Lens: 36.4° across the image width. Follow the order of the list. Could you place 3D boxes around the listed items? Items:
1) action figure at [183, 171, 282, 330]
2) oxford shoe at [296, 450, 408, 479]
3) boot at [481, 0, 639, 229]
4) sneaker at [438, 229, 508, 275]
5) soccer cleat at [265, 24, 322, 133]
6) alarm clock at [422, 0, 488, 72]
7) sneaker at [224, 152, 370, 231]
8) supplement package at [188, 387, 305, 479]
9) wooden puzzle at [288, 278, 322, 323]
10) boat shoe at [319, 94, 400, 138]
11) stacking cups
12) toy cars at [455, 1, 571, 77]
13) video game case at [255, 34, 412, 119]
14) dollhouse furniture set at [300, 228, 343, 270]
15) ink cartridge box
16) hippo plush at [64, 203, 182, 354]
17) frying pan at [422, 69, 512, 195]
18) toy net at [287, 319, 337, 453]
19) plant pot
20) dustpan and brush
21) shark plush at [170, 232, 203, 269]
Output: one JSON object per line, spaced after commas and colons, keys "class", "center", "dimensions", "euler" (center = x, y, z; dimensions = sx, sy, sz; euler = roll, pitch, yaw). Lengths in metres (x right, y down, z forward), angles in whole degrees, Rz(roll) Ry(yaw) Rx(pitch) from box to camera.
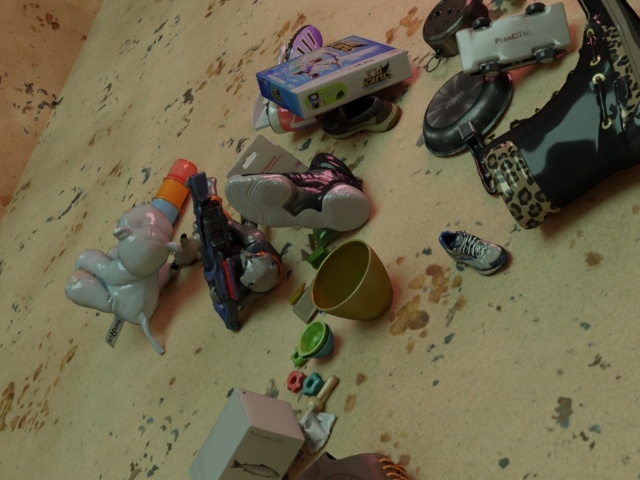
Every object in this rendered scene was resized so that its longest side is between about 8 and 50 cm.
{"class": "action figure", "center": [-0.165, -0.020, 1.908], "dimensions": [0.178, 0.341, 0.330], "euler": [-18, 36, -15]}
{"class": "oxford shoe", "center": [0.078, 0.346, 1.296], "dimensions": [0.363, 0.130, 0.133], "euler": [-4, 50, 52]}
{"class": "boot", "center": [0.373, -0.206, 1.444], "dimensions": [0.284, 0.138, 0.377], "euler": [-37, 40, 26]}
{"class": "sneaker", "center": [0.228, 0.014, 1.488], "dimensions": [0.135, 0.058, 0.052], "euler": [14, 71, 57]}
{"class": "soccer cleat", "center": [-0.026, -0.369, 2.206], "dimensions": [0.116, 0.109, 0.318], "euler": [-3, 50, 25]}
{"class": "alarm clock", "center": [0.249, -0.407, 1.886], "dimensions": [0.129, 0.064, 0.192], "euler": [7, 68, 56]}
{"class": "sneaker", "center": [-0.043, -0.097, 1.819], "dimensions": [0.153, 0.268, 0.101], "euler": [-91, 11, -57]}
{"class": "supplement package", "center": [-0.120, 0.343, 1.554], "dimensions": [0.179, 0.105, 0.105], "euler": [-61, 27, 17]}
{"class": "wooden puzzle", "center": [-0.018, 0.111, 1.774], "dimensions": [0.079, 0.014, 0.116], "euler": [-54, 30, 8]}
{"class": "boat shoe", "center": [0.067, -0.259, 1.969], "dimensions": [0.223, 0.073, 0.080], "euler": [3, 59, 53]}
{"class": "stacking cups", "center": [-0.395, -0.056, 2.400], "dimensions": [0.096, 0.096, 0.316], "euler": [-12, 46, 49]}
{"class": "toy cars", "center": [0.397, -0.416, 1.655], "dimensions": [0.176, 0.087, 0.394], "euler": [41, 97, 23]}
{"class": "video game case", "center": [0.021, -0.343, 2.006], "dimensions": [0.244, 0.061, 0.269], "euler": [-23, 25, -14]}
{"class": "dollhouse furniture set", "center": [0.000, 0.000, 1.815], "dimensions": [0.076, 0.058, 0.152], "euler": [-39, 33, 22]}
{"class": "ink cartridge box", "center": [-0.091, -0.124, 1.928], "dimensions": [0.115, 0.198, 0.067], "euler": [-51, 31, 3]}
{"class": "hippo plush", "center": [-0.427, 0.048, 2.115], "dimensions": [0.294, 0.234, 0.237], "euler": [-94, 17, -51]}
{"class": "frying pan", "center": [0.239, -0.187, 1.693], "dimensions": [0.197, 0.053, 0.326], "euler": [-23, 39, 42]}
{"class": "toy net", "center": [-0.025, 0.246, 1.615], "dimensions": [0.122, 0.045, 0.232], "euler": [-31, 38, 33]}
{"class": "plant pot", "center": [0.065, 0.079, 1.610], "dimensions": [0.134, 0.095, 0.134], "euler": [-35, 35, 30]}
{"class": "dustpan and brush", "center": [-0.102, -0.379, 2.338], "dimensions": [0.147, 0.060, 0.211], "euler": [-11, 51, 49]}
{"class": "shark plush", "center": [-0.296, 0.029, 2.233], "dimensions": [0.161, 0.073, 0.067], "euler": [-55, 3, 41]}
